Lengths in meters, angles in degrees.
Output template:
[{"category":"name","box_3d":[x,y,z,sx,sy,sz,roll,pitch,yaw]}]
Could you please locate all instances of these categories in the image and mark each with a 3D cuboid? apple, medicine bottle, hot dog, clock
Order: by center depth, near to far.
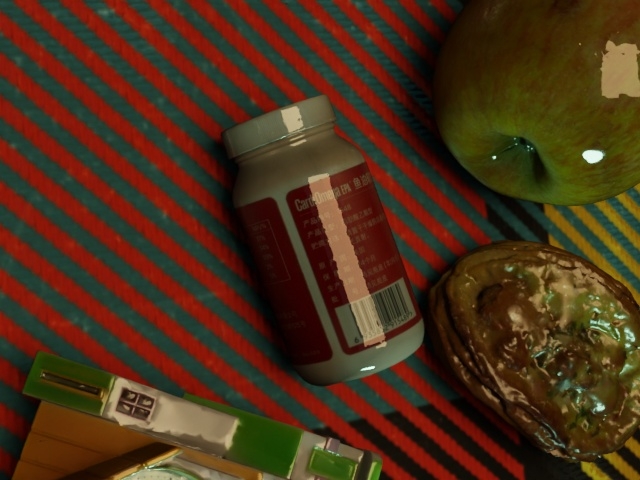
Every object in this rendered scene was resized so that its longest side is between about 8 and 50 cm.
[{"category":"clock","box_3d":[-0.133,0.238,0.833,0.310,0.166,0.235,24,73,-23]},{"category":"medicine bottle","box_3d":[0.000,0.000,0.956,0.131,0.131,0.250,-22,95,-29]},{"category":"apple","box_3d":[0.242,-0.154,1.044,0.264,0.264,0.264,4,82,-29]},{"category":"hot dog","box_3d":[0.238,0.113,1.082,0.272,0.122,0.196,39,74,-21]}]
